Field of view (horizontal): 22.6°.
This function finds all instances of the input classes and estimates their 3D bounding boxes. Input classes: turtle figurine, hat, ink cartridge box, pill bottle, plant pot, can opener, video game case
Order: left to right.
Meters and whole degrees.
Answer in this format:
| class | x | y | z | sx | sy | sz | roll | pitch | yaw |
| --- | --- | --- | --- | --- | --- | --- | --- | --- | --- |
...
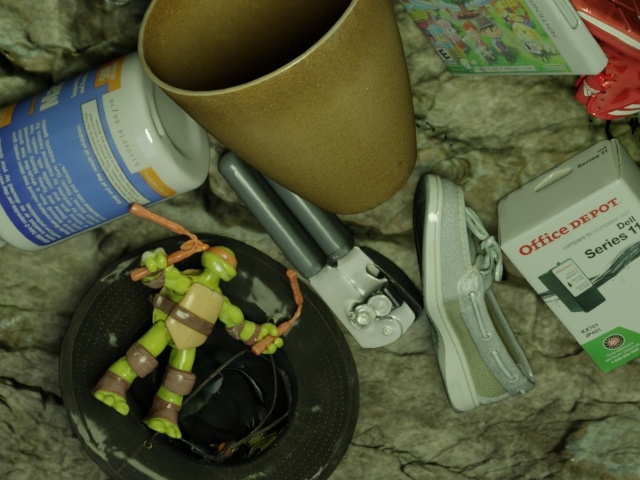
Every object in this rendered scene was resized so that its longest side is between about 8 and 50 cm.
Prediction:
| class | x | y | z | sx | sy | sz | roll | pitch | yaw |
| --- | --- | --- | --- | --- | --- | --- | --- | --- | --- |
| pill bottle | -0.263 | -0.078 | 1.627 | 0.272 | 0.152 | 0.152 | -20 | 121 | 17 |
| turtle figurine | -0.151 | 0.082 | 1.657 | 0.269 | 0.087 | 0.217 | 35 | 83 | -45 |
| hat | -0.127 | 0.158 | 1.783 | 0.331 | 0.134 | 0.331 | 1 | 82 | -11 |
| plant pot | -0.012 | -0.146 | 1.535 | 0.237 | 0.237 | 0.254 | -18 | 135 | 16 |
| can opener | 0.000 | 0.000 | 1.710 | 0.074 | 0.093 | 0.280 | -34 | 107 | 23 |
| video game case | 0.142 | -0.228 | 1.484 | 0.193 | 0.023 | 0.212 | 51 | 158 | -26 |
| ink cartridge box | 0.302 | 0.017 | 1.687 | 0.153 | 0.087 | 0.208 | -31 | 116 | 23 |

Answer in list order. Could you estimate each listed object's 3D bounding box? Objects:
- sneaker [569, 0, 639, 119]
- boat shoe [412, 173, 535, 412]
| class | x | y | z | sx | sy | sz | roll | pitch | yaw |
| --- | --- | --- | --- | --- | --- | --- | --- | --- | --- |
| sneaker | 0.272 | -0.171 | 1.527 | 0.221 | 0.087 | 0.128 | 19 | 133 | -37 |
| boat shoe | 0.162 | 0.056 | 1.715 | 0.103 | 0.118 | 0.320 | -11 | 128 | 5 |
